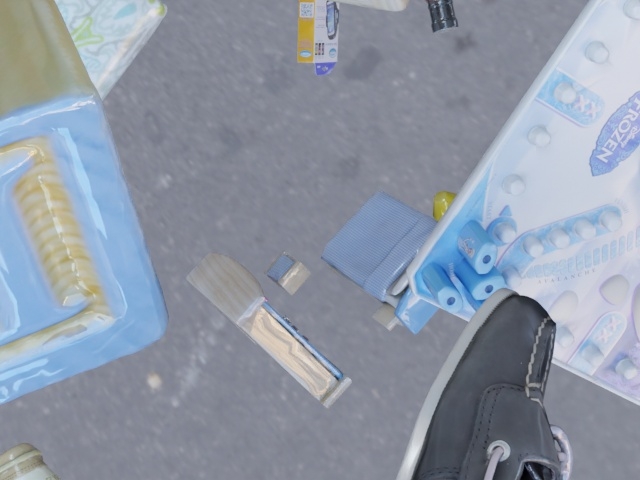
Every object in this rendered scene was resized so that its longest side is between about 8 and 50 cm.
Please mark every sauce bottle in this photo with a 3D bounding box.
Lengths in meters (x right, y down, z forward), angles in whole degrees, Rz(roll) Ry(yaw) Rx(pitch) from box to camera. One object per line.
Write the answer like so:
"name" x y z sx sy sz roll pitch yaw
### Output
"sauce bottle" 0.109 -0.265 1.437 0.042 0.042 0.128 -14 92 -20

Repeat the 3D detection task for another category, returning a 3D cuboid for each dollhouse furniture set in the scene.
"dollhouse furniture set" 0.000 0.000 1.867 0.303 0.286 0.198 -47 128 -6

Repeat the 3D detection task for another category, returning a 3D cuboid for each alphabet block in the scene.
"alphabet block" -0.209 -0.040 0.764 0.193 0.197 0.192 -20 139 -11

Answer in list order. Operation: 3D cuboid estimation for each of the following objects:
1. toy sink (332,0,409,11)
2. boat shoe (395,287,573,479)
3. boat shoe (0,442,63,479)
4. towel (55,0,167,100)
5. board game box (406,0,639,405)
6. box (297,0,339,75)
"toy sink" -0.072 -0.190 0.612 0.153 0.234 0.131 50 54 -74
"boat shoe" 0.071 0.161 0.720 0.112 0.095 0.335 85 29 -44
"boat shoe" -0.280 0.228 1.271 0.104 0.285 0.089 -25 91 -37
"towel" -0.425 -0.265 1.782 0.374 0.090 0.320 37 99 -10
"board game box" 0.325 -0.039 1.191 0.390 0.050 0.390 26 105 -28
"box" -0.002 -0.289 1.973 0.081 0.028 0.136 -16 112 -65
